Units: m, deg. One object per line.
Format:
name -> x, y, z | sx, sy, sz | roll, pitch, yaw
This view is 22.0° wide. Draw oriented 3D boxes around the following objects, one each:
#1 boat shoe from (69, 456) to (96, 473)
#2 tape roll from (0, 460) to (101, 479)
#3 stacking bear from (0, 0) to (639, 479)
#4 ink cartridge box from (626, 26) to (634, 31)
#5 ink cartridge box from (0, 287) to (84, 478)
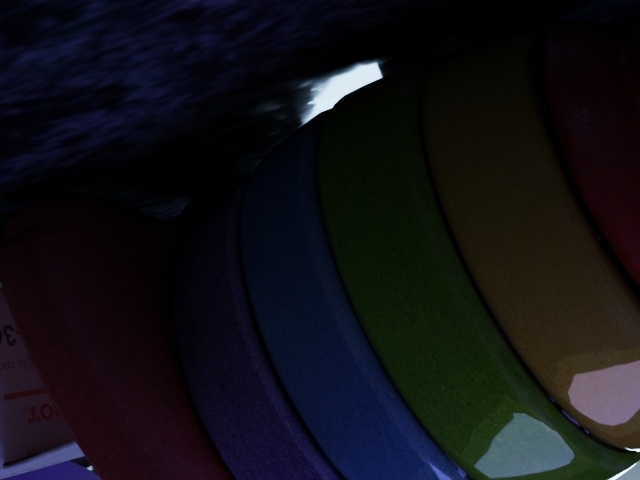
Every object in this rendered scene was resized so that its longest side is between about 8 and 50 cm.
boat shoe -> -0.198, 0.151, 1.138 | 0.095, 0.095, 0.257 | -58, 156, 8
tape roll -> -0.250, 0.216, 0.988 | 0.275, 0.090, 0.275 | -8, 150, -5
stacking bear -> 0.073, -0.004, 0.527 | 0.289, 0.164, 0.175 | -30, 169, 25
ink cartridge box -> 0.131, -0.041, 0.699 | 0.109, 0.063, 0.150 | -14, 169, -40
ink cartridge box -> -0.134, 0.061, 0.640 | 0.198, 0.067, 0.115 | -17, 175, 30
